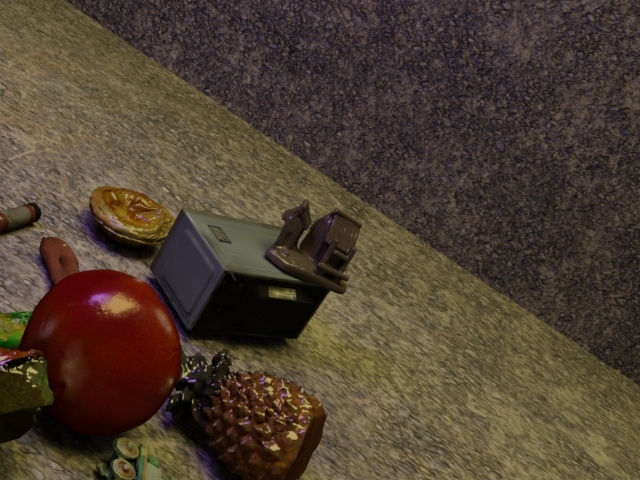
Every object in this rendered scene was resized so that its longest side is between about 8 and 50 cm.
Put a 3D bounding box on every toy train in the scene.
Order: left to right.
[{"bbox_3d":[-0.314,0.416,1.353,0.125,0.081,0.194,36,16,-21],"label":"toy train"}]

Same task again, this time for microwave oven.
[{"bbox_3d":[-0.202,0.099,2.020,0.355,0.218,0.286,11,31,-45],"label":"microwave oven"}]

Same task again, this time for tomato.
[{"bbox_3d":[-0.403,0.199,1.439,0.298,0.298,0.226,42,24,24],"label":"tomato"}]

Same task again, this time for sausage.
[{"bbox_3d":[-0.546,0.090,1.757,0.078,0.078,0.304,14,26,-40],"label":"sausage"}]

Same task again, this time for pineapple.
[{"bbox_3d":[-0.176,0.329,1.589,0.357,0.223,0.223,29,19,15],"label":"pineapple"}]

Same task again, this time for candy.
[{"bbox_3d":[-0.589,0.174,1.560,0.102,0.032,0.178,44,23,28],"label":"candy"}]

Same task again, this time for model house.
[{"bbox_3d":[-0.004,0.003,1.988,0.229,0.188,0.122,26,6,-18],"label":"model house"}]

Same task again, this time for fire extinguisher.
[{"bbox_3d":[-0.718,-0.051,1.861,0.062,0.050,0.177,53,22,2],"label":"fire extinguisher"}]

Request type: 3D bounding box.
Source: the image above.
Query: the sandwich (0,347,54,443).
[{"bbox_3d":[-0.557,0.244,1.280,0.250,0.162,0.301,-7,10,-20],"label":"sandwich"}]

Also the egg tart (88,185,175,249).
[{"bbox_3d":[-0.494,-0.052,2.104,0.241,0.106,0.241,24,23,-11],"label":"egg tart"}]
